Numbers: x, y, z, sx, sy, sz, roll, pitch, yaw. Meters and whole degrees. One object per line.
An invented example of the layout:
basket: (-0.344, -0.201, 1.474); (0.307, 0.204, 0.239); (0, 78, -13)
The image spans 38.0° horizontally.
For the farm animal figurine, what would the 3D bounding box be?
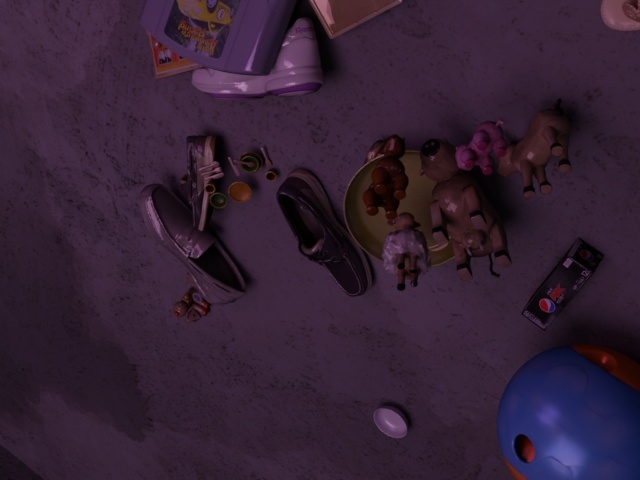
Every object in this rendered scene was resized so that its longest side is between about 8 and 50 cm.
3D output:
farm animal figurine: (0.240, -0.088, 1.504); (0.330, 0.172, 0.326); (-8, 132, 10)

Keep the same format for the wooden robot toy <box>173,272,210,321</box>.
wooden robot toy: (-0.309, 0.152, 2.186); (0.076, 0.079, 0.173); (32, 136, 14)

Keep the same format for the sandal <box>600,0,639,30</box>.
sandal: (0.470, -0.326, 1.227); (0.240, 0.079, 0.088); (-9, 115, 41)

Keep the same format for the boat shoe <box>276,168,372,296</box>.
boat shoe: (0.000, 0.000, 1.823); (0.103, 0.092, 0.285); (-14, 111, 43)

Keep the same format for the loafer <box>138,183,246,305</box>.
loafer: (-0.272, 0.004, 2.029); (0.111, 0.112, 0.319); (-16, 119, 45)

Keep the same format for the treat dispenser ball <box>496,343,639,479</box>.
treat dispenser ball: (0.445, 0.319, 1.577); (0.288, 0.288, 0.288); (20, 131, 25)

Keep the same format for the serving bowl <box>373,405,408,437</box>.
serving bowl: (0.159, 0.394, 2.043); (0.083, 0.027, 0.083); (21, 132, 25)

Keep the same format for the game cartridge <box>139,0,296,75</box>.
game cartridge: (-0.185, -0.402, 1.612); (0.294, 0.060, 0.196); (28, 108, 28)

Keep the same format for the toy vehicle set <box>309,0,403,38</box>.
toy vehicle set: (0.017, -0.475, 1.495); (0.166, 0.035, 0.266); (-16, 110, 43)

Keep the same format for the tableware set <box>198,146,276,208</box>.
tableware set: (-0.162, -0.120, 1.860); (0.154, 0.024, 0.104); (-17, 119, 13)

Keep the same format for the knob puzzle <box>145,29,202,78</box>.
knob puzzle: (-0.286, -0.408, 1.736); (0.213, 0.030, 0.213); (20, 116, 47)

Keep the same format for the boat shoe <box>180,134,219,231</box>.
boat shoe: (-0.253, -0.122, 1.926); (0.073, 0.080, 0.223); (12, 125, 2)

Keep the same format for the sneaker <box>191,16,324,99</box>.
sneaker: (-0.114, -0.330, 1.678); (0.305, 0.114, 0.152); (2, 99, 39)

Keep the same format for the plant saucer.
plant saucer: (0.162, -0.059, 1.648); (0.241, 0.037, 0.240); (6, 122, 9)

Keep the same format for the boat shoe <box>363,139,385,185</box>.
boat shoe: (0.105, -0.097, 1.691); (0.060, 0.064, 0.178); (30, 132, 19)

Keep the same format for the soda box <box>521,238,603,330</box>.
soda box: (0.411, 0.077, 1.588); (0.053, 0.060, 0.169); (36, 135, 9)
